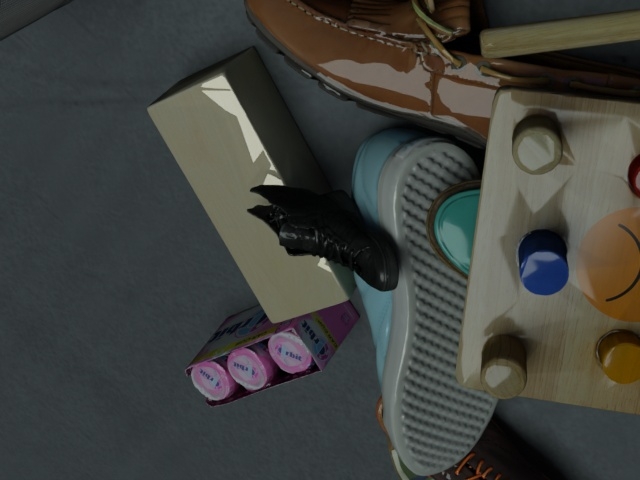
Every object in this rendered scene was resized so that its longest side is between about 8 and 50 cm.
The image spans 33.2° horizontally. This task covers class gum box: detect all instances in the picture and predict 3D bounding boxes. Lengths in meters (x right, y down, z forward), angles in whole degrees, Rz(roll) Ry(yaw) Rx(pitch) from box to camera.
[{"bbox_3d":[-0.060,0.119,1.233,0.188,0.107,0.062,-24,107,37],"label":"gum box"}]

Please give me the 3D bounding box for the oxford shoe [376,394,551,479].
[{"bbox_3d":[0.180,0.249,1.175,0.271,0.098,0.097,35,91,-5],"label":"oxford shoe"}]

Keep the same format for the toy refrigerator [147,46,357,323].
[{"bbox_3d":[-0.059,-0.057,1.131,0.102,0.094,0.269,-20,110,29],"label":"toy refrigerator"}]

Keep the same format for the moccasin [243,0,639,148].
[{"bbox_3d":[0.111,-0.169,0.939,0.380,0.139,0.147,26,115,16],"label":"moccasin"}]

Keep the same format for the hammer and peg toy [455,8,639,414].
[{"bbox_3d":[0.244,-0.036,0.827,0.266,0.127,0.361,7,108,8],"label":"hammer and peg toy"}]

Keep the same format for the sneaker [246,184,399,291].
[{"bbox_3d":[0.000,-0.002,1.014,0.170,0.089,0.051,-124,32,-46],"label":"sneaker"}]

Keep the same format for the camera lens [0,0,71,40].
[{"bbox_3d":[-0.333,-0.297,1.000,0.219,0.274,0.219,14,126,20],"label":"camera lens"}]

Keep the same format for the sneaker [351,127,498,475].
[{"bbox_3d":[0.100,0.057,1.099,0.150,0.135,0.366,-140,44,-61],"label":"sneaker"}]

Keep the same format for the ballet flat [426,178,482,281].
[{"bbox_3d":[0.267,0.014,0.974,0.342,0.124,0.116,11,103,8],"label":"ballet flat"}]

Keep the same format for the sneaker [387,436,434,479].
[{"bbox_3d":[0.140,0.274,1.260,0.086,0.064,0.192,-5,117,22],"label":"sneaker"}]
